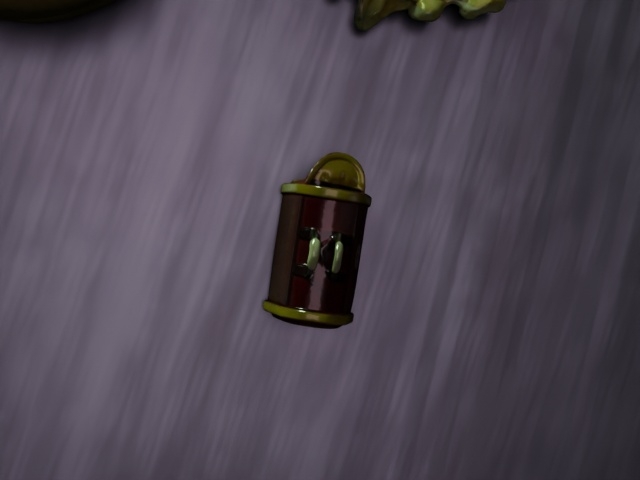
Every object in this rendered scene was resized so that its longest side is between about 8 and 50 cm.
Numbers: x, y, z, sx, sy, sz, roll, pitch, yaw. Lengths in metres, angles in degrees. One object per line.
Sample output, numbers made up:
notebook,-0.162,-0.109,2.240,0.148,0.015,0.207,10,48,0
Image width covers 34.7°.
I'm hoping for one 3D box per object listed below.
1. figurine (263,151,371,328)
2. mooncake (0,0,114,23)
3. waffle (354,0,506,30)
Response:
figurine,0.001,-0.001,0.884,0.082,0.098,0.154,9,92,-3
mooncake,-0.237,-0.287,0.844,0.235,0.117,0.234,0,93,-8
waffle,0.094,-0.321,0.915,0.250,0.056,0.261,-18,94,-6
